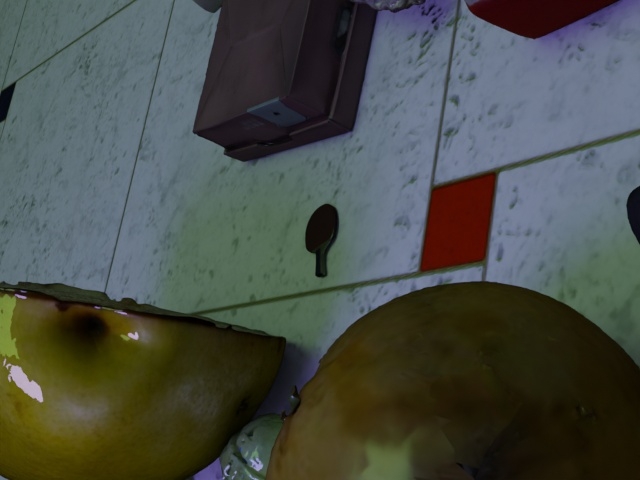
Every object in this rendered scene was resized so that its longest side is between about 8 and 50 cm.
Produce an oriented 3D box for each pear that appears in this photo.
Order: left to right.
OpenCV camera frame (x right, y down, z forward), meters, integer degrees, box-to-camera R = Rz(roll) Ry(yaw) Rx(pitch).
[{"bbox_3d":[-0.214,0.147,1.049,0.386,0.341,0.191,118,161,-87],"label":"pear"}]

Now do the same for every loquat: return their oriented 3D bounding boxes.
[{"bbox_3d":[0.093,0.156,0.696,0.263,0.263,0.263,-32,47,43],"label":"loquat"}]

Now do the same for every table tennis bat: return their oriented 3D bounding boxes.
[{"bbox_3d":[0.000,0.000,1.118,0.050,0.007,0.083,-32,45,42],"label":"table tennis bat"}]

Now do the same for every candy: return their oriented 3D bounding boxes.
[{"bbox_3d":[-0.095,0.308,1.031,0.093,0.092,0.335,33,111,20],"label":"candy"}]

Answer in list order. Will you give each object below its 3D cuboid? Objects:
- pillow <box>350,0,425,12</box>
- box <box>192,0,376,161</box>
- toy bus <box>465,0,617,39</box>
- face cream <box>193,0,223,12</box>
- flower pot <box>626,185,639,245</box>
[{"bbox_3d":[0.107,-0.338,1.089,0.135,0.049,0.248,35,92,46],"label":"pillow"},{"bbox_3d":[-0.040,-0.214,1.228,0.215,0.086,0.215,-9,64,52],"label":"box"},{"bbox_3d":[0.223,-0.255,0.850,0.265,0.121,0.119,-22,63,48],"label":"toy bus"},{"bbox_3d":[-0.092,-0.405,1.448,0.224,0.070,0.114,-43,39,20],"label":"face cream"},{"bbox_3d":[0.285,0.012,0.538,0.148,0.235,0.235,-45,35,-1],"label":"flower pot"}]
